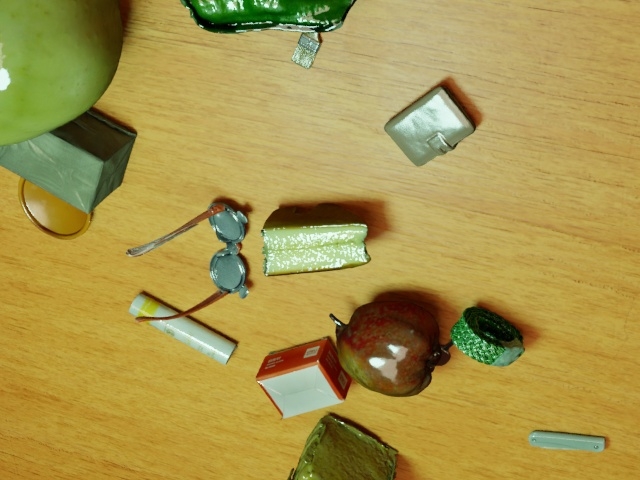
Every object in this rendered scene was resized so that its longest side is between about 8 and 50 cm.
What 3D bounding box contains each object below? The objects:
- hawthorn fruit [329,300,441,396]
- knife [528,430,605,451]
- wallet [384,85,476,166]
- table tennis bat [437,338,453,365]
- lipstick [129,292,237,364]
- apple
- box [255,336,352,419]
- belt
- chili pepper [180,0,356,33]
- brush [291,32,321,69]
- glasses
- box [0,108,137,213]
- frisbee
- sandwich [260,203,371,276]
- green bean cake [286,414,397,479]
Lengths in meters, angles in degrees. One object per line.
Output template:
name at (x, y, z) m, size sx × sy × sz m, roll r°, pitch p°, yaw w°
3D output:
hawthorn fruit at (0.128, 0.213, 1.877) m, size 0.248 × 0.208 × 0.208 m, roll 24°, pitch 125°, yaw 22°
knife at (0.536, 0.440, 1.954) m, size 0.162 × 0.023 × 0.044 m, roll 1°, pitch 117°, yaw 20°
wallet at (0.207, -0.212, 1.686) m, size 0.153 × 0.039 × 0.118 m, roll -31°, pitch 103°, yaw 35°
table tennis bat at (0.265, 0.243, 1.949) m, size 0.050 × 0.007 × 0.083 m, roll 37°, pitch 127°, yaw -3°
lipstick at (-0.324, 0.209, 2.116) m, size 0.264 × 0.059 × 0.059 m, roll 28°, pitch 125°, yaw 3°
apple at (-0.589, -0.399, 1.639) m, size 0.474 × 0.473 × 0.473 m, roll 9°, pitch 122°, yaw 15°
box at (-0.037, 0.314, 2.049) m, size 0.182 × 0.099 × 0.133 m, roll -21°, pitch 113°, yaw 27°
belt at (0.338, 0.206, 1.831) m, size 0.151 × 0.121 × 0.079 m, roll 19°, pitch 122°, yaw -13°
chili pepper at (-0.061, -0.474, 1.564) m, size 0.385 × 0.167 × 0.213 m, roll -11°, pitch 130°, yaw 12°
brush at (-0.008, -0.398, 1.672) m, size 0.043 × 0.014 × 0.170 m, roll 29°, pitch 123°, yaw 4°
glasses at (-0.268, 0.064, 1.893) m, size 0.118 × 0.268 × 0.234 m, roll 24°, pitch 128°, yaw 29°
box at (-0.537, -0.197, 1.902) m, size 0.231 × 0.149 × 0.155 m, roll 30°, pitch 125°, yaw 1°
frisbee at (-0.605, -0.091, 2.058) m, size 0.192 × 0.035 × 0.192 m, roll 9°, pitch 121°, yaw 16°
sandwich at (0.000, 0.000, 1.836) m, size 0.236 × 0.128 × 0.122 m, roll -3°, pitch 114°, yaw 21°
green bean cake at (0.052, 0.542, 2.074) m, size 0.224 × 0.229 × 0.131 m, roll 29°, pitch 126°, yaw -2°
